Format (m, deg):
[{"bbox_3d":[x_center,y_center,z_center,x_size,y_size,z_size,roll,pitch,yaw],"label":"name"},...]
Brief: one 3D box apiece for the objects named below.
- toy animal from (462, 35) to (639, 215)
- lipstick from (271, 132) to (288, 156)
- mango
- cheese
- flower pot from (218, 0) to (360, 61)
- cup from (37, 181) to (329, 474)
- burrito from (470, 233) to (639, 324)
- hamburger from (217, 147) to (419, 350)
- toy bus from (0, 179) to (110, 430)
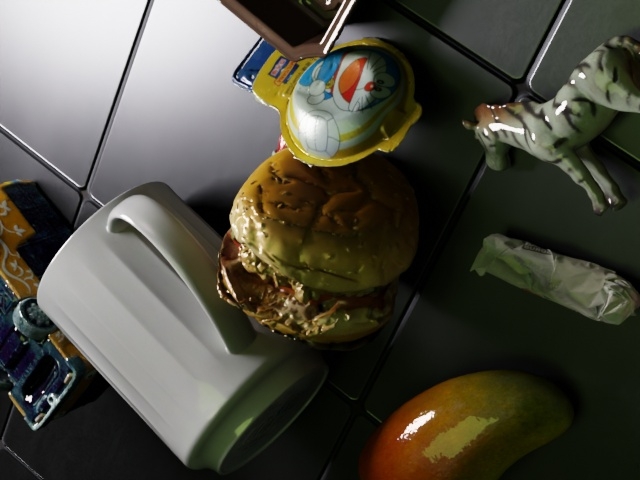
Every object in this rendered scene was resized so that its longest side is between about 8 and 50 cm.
[{"bbox_3d":[0.279,-0.106,1.565,0.255,0.090,0.170,-25,88,35],"label":"toy animal"},{"bbox_3d":[-0.044,-0.060,1.825,0.063,0.057,0.186,9,108,2],"label":"lipstick"},{"bbox_3d":[0.161,0.241,1.748,0.289,0.129,0.146,-44,78,28],"label":"mango"},{"bbox_3d":[0.005,-0.174,1.710,0.270,0.069,0.177,30,80,38],"label":"cheese"},{"bbox_3d":[-0.040,-0.338,1.700,0.251,0.084,0.179,41,123,15],"label":"flower pot"},{"bbox_3d":[-0.163,0.096,1.821,0.327,0.237,0.323,44,155,16],"label":"cup"},{"bbox_3d":[0.267,0.043,1.644,0.203,0.064,0.064,21,117,29],"label":"burrito"},{"bbox_3d":[0.000,0.000,1.699,0.244,0.244,0.163,36,126,19],"label":"hamburger"},{"bbox_3d":[-0.408,0.083,2.037,0.323,0.194,0.162,50,126,14],"label":"toy bus"}]
